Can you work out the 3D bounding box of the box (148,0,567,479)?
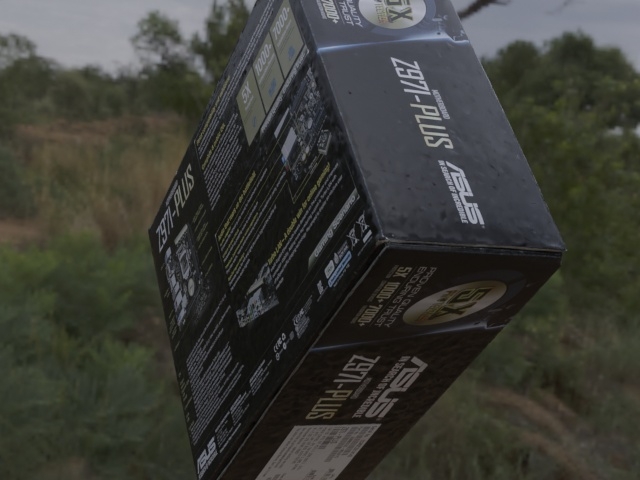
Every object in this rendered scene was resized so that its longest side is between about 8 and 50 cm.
[{"bbox_3d":[0.000,0.000,0.454,0.077,0.180,0.147,3,50,-28],"label":"box"}]
